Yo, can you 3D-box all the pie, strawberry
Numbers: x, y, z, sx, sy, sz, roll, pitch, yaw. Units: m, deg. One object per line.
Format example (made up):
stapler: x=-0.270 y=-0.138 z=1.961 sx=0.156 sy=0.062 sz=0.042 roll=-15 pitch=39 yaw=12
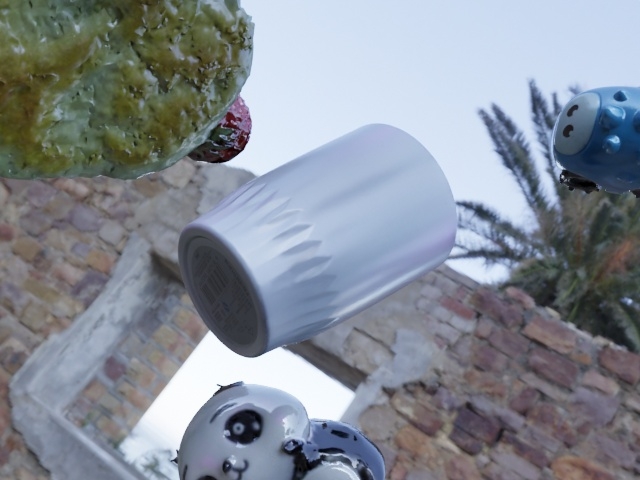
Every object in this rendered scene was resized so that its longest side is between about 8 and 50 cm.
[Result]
pie: x=-0.183 y=-0.178 z=0.435 sx=0.078 sy=0.296 sz=0.371 roll=47 pitch=-20 yaw=42
strawberry: x=-0.122 y=-0.136 z=0.784 sx=0.106 sy=0.106 sz=0.106 roll=33 pitch=-19 yaw=13

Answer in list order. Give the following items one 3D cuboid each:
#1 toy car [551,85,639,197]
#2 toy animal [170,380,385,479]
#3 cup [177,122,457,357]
toy car: x=0.539 y=-0.184 z=1.278 sx=0.255 sy=0.188 sz=0.190 roll=14 pitch=-11 yaw=23
toy animal: x=-0.077 y=0.368 z=1.177 sx=0.310 sy=0.251 sz=0.251 roll=31 pitch=-18 yaw=-4
cup: x=0.000 y=0.000 z=1.065 sx=0.253 sy=0.371 sz=0.253 roll=33 pitch=-42 yaw=36
